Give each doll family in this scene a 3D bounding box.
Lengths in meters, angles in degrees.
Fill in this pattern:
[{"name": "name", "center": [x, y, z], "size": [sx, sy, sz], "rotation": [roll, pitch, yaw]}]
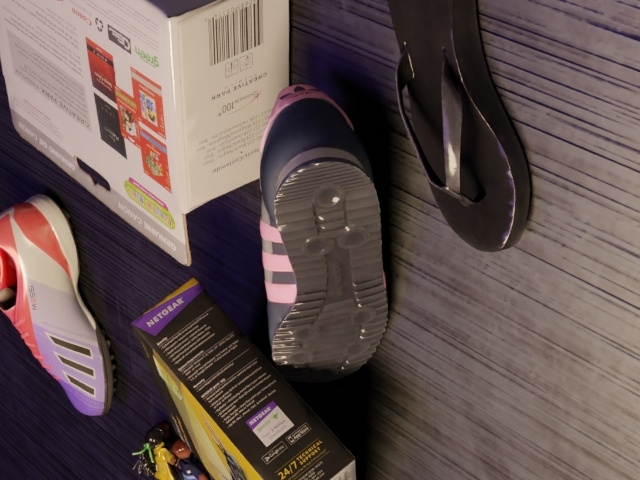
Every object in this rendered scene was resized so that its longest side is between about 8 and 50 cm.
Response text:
[{"name": "doll family", "center": [-0.174, 0.278, 1.633], "size": [0.193, 0.076, 0.111], "rotation": [3, 112, 48]}]

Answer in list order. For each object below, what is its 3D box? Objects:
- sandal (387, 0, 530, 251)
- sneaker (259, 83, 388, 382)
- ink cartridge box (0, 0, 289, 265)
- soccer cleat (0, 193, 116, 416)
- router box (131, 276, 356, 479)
[{"name": "sandal", "center": [0.087, -0.106, 0.985], "size": [0.097, 0.054, 0.254], "rotation": [4, 117, 53]}, {"name": "sneaker", "center": [0.000, 0.000, 1.174], "size": [0.319, 0.112, 0.131], "rotation": [94, 166, -49]}, {"name": "ink cartridge box", "center": [-0.175, -0.170, 1.233], "size": [0.309, 0.130, 0.271], "rotation": [36, 141, 34]}, {"name": "soccer cleat", "center": [-0.354, 0.101, 1.700], "size": [0.109, 0.116, 0.318], "rotation": [18, 128, 47]}, {"name": "router box", "center": [-0.067, 0.205, 1.330], "size": [0.243, 0.081, 0.309], "rotation": [46, 163, 23]}]
